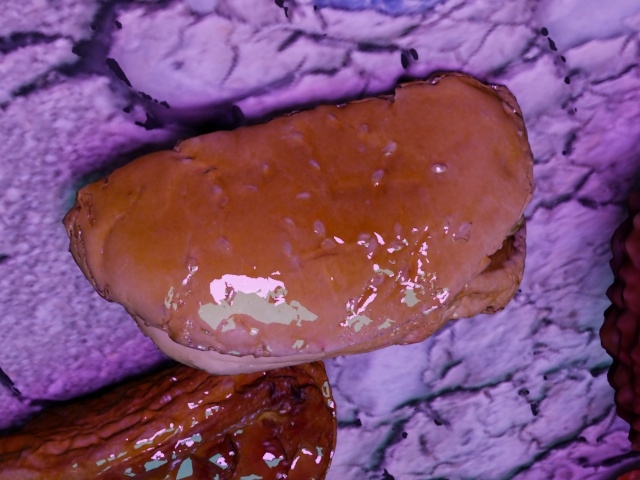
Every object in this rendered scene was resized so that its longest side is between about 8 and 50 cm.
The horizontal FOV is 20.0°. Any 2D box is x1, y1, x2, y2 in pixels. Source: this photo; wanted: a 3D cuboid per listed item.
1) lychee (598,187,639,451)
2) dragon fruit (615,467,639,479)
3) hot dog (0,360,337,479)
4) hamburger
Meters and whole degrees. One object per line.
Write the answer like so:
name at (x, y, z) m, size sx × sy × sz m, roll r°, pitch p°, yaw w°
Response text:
lychee at (0.311, 0.039, 0.999) m, size 0.330 × 0.306 × 0.306 m, roll -20°, pitch 146°, yaw -40°
dragon fruit at (0.288, 0.258, 1.251) m, size 0.291 × 0.250 × 0.269 m, roll 10°, pitch 150°, yaw -33°
hot dog at (-0.095, 0.138, 1.112) m, size 0.227 × 0.099 × 0.160 m, roll -29°, pitch 137°, yaw 9°
hamburger at (0.000, 0.000, 0.972) m, size 0.262 × 0.131 × 0.124 m, roll -13°, pitch 137°, yaw -10°
